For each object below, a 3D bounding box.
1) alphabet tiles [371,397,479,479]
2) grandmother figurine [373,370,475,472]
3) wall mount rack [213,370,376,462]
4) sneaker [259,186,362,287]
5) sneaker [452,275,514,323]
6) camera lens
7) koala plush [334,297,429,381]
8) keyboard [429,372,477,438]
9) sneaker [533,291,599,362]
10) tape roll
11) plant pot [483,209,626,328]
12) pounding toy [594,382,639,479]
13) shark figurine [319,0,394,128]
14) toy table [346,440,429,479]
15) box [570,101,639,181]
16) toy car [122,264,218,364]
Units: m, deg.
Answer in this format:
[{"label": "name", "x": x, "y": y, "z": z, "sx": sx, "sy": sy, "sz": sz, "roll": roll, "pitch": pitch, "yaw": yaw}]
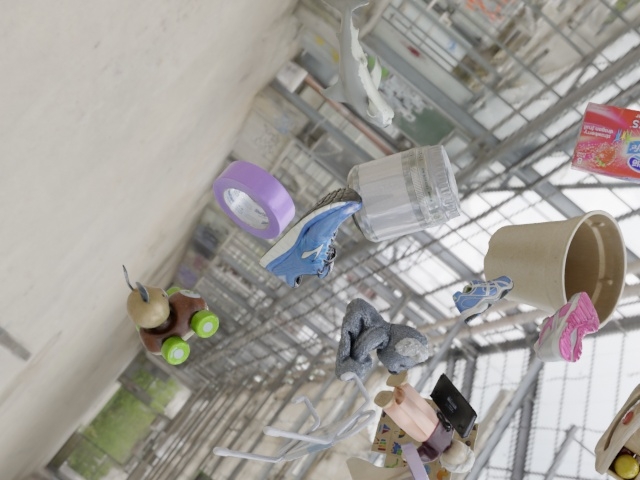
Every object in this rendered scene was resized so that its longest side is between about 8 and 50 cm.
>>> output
[{"label": "alphabet tiles", "x": 0.357, "y": 0.676, "z": 2.490, "sx": 0.011, "sy": 0.342, "sz": 0.285, "roll": 70, "pitch": 33, "yaw": -50}, {"label": "grandmother figurine", "x": 0.291, "y": 0.513, "z": 1.963, "sx": 0.208, "sy": 0.342, "sz": 0.104, "roll": -50, "pitch": -162, "yaw": -12}, {"label": "wall mount rack", "x": -0.053, "y": 0.426, "z": 1.643, "sx": 0.304, "sy": 0.130, "sz": 0.350, "roll": -28, "pitch": 175, "yaw": -47}, {"label": "sneaker", "x": 0.000, "y": 0.000, "z": 1.761, "sx": 0.330, "sy": 0.147, "sz": 0.130, "roll": -43, "pitch": -177, "yaw": 36}, {"label": "sneaker", "x": 0.413, "y": 0.129, "z": 1.834, "sx": 0.211, "sy": 0.081, "sz": 0.080, "roll": -26, "pitch": 164, "yaw": -43}, {"label": "camera lens", "x": 0.221, "y": -0.126, "z": 1.965, "sx": 0.274, "sy": 0.219, "sz": 0.219, "roll": -15, "pitch": -163, "yaw": 17}, {"label": "koala plush", "x": 0.164, "y": 0.255, "z": 1.813, "sx": 0.196, "sy": 0.221, "sz": 0.203, "roll": 5, "pitch": 92, "yaw": -79}, {"label": "keyboard", "x": 0.336, "y": 0.431, "z": 1.862, "sx": 0.108, "sy": 0.023, "sz": 0.180, "roll": -66, "pitch": -153, "yaw": 16}, {"label": "sneaker", "x": 0.594, "y": 0.210, "z": 1.778, "sx": 0.111, "sy": 0.103, "sz": 0.252, "roll": -21, "pitch": -170, "yaw": 46}, {"label": "tape roll", "x": -0.220, "y": -0.131, "z": 2.397, "sx": 0.090, "sy": 0.275, "sz": 0.275, "roll": -51, "pitch": -176, "yaw": -27}, {"label": "plant pot", "x": 0.654, "y": 0.074, "z": 2.093, "sx": 0.305, "sy": 0.334, "sz": 0.334, "roll": 5, "pitch": -129, "yaw": 50}, {"label": "pounding toy", "x": 0.640, "y": 0.351, "z": 1.332, "sx": 0.270, "sy": 0.155, "sz": 0.154, "roll": -57, "pitch": 171, "yaw": 3}, {"label": "shark figurine", "x": 0.047, "y": -0.322, "z": 1.369, "sx": 0.116, "sy": 0.278, "sz": 0.166, "roll": -10, "pitch": -159, "yaw": 26}, {"label": "toy table", "x": 0.167, "y": 0.564, "z": 1.598, "sx": 0.160, "sy": 0.274, "sz": 0.252, "roll": -23, "pitch": -143, "yaw": 0}, {"label": "box", "x": 0.624, "y": -0.174, "z": 1.393, "sx": 0.122, "sy": 0.256, "sz": 0.128, "roll": -6, "pitch": 110, "yaw": -72}, {"label": "toy car", "x": -0.319, "y": 0.122, "z": 1.424, "sx": 0.149, "sy": 0.188, "sz": 0.155, "roll": -43, "pitch": -140, "yaw": -16}]
